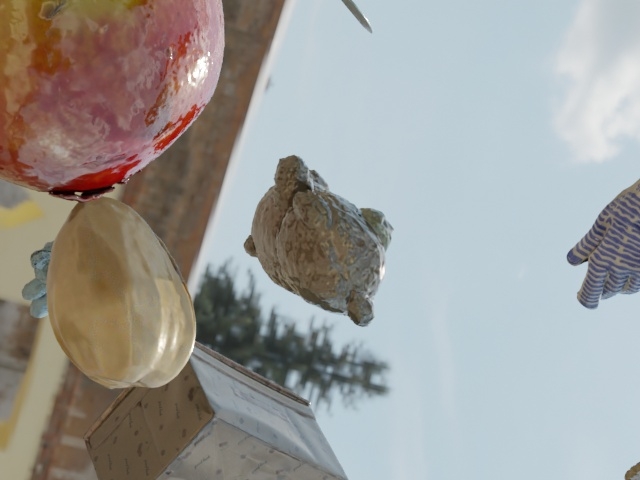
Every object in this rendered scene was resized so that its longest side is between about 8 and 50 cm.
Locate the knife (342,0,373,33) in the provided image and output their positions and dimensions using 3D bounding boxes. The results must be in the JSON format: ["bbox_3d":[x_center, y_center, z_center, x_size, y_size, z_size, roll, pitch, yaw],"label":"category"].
[{"bbox_3d":[0.027,-0.333,1.781,0.063,0.260,0.034,40,-88,35],"label":"knife"}]

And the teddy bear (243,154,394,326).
[{"bbox_3d":[-0.001,0.000,1.716,0.151,0.236,0.267,-32,-165,-17],"label":"teddy bear"}]

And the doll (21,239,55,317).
[{"bbox_3d":[-0.345,0.040,1.764,0.180,0.120,0.075,-43,-112,55],"label":"doll"}]

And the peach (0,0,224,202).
[{"bbox_3d":[-0.270,-0.215,1.277,0.370,0.370,0.370,-165,-90,-76],"label":"peach"}]

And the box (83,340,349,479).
[{"bbox_3d":[-0.149,0.318,1.926,0.225,0.297,0.190,-48,-142,12],"label":"box"}]

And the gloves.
[{"bbox_3d":[0.388,-0.003,1.651,0.097,0.119,0.229,-25,148,-53],"label":"gloves"}]

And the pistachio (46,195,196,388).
[{"bbox_3d":[-0.227,0.060,1.490,0.157,0.157,0.229,-52,-129,56],"label":"pistachio"}]

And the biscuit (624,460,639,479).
[{"bbox_3d":[0.626,0.386,2.176,0.131,0.231,0.025,113,-15,-64],"label":"biscuit"}]
